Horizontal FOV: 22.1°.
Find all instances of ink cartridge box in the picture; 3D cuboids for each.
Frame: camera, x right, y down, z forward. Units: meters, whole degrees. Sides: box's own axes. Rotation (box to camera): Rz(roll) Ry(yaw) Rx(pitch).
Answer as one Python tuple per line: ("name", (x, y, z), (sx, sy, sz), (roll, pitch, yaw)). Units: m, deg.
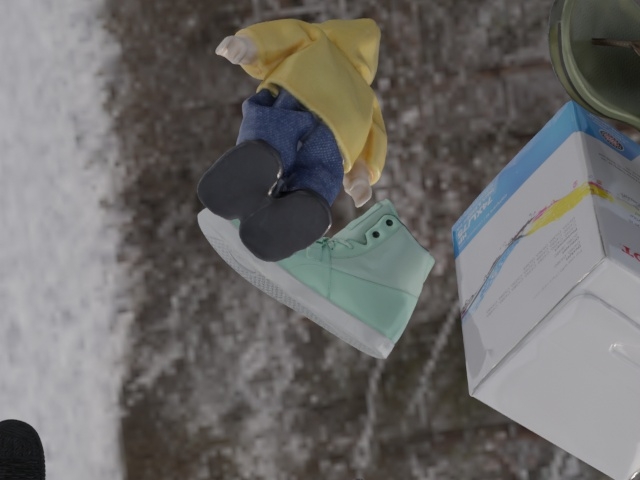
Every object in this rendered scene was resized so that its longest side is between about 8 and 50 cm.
("ink cartridge box", (0.266, 0.046, 1.568), (0.197, 0.198, 0.270), (-48, -158, 28))

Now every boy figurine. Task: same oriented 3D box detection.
("boy figurine", (-0.016, -0.112, 1.354), (0.177, 0.092, 0.285), (44, 33, -18))

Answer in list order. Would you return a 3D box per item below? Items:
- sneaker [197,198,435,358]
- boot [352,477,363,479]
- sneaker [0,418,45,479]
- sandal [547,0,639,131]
("sneaker", (0.000, 0.000, 1.779), (0.151, 0.256, 0.094), (-58, -173, -11))
("boot", (0.103, 0.345, 1.786), (0.207, 0.248, 0.090), (53, 29, -11))
("sneaker", (-0.438, 0.390, 2.120), (0.178, 0.124, 0.295), (-37, -140, 56))
("sandal", (0.318, -0.142, 1.472), (0.086, 0.303, 0.120), (-12, -130, 52))
